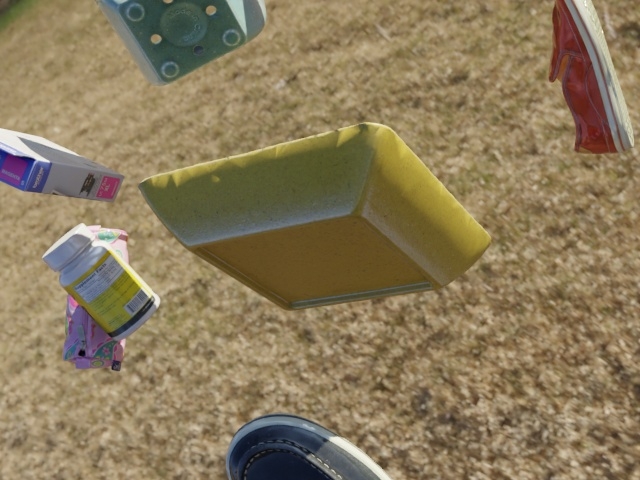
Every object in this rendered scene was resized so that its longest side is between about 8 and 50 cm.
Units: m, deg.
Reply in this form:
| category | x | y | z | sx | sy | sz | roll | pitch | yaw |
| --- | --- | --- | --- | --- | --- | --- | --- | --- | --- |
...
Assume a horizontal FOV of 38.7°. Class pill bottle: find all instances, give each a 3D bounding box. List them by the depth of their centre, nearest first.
| category | x | y | z | sx | sy | sz | roll | pitch | yaw |
| --- | --- | --- | --- | --- | --- | --- | --- | --- | --- |
| pill bottle | -0.409 | 0.076 | 1.698 | 0.119 | 0.208 | 0.119 | -36 | 16 | 12 |

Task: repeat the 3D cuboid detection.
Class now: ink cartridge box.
| category | x | y | z | sx | sy | sz | roll | pitch | yaw |
| --- | --- | --- | --- | --- | --- | --- | --- | --- | --- |
| ink cartridge box | -0.471 | -0.128 | 1.456 | 0.186 | 0.311 | 0.065 | 24 | 93 | 16 |

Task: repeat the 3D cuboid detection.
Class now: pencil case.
| category | x | y | z | sx | sy | sz | roll | pitch | yaw |
| --- | --- | --- | --- | --- | --- | --- | --- | --- | --- |
| pencil case | -0.445 | 0.116 | 1.812 | 0.124 | 0.124 | 0.284 | -9 | 75 | 44 |

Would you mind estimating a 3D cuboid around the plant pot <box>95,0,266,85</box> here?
| category | x | y | z | sx | sy | sz | roll | pitch | yaw |
| --- | --- | --- | --- | --- | --- | --- | --- | --- | --- |
| plant pot | -0.224 | -0.382 | 1.402 | 0.248 | 0.247 | 0.252 | -27 | 39 | 4 |

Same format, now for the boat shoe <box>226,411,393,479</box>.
| category | x | y | z | sx | sy | sz | roll | pitch | yaw |
| --- | --- | --- | --- | --- | --- | --- | --- | --- | --- |
| boat shoe | 0.052 | 0.423 | 1.054 | 0.187 | 0.156 | 0.500 | -32 | 87 | 14 |

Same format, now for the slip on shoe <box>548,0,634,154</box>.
| category | x | y | z | sx | sy | sz | roll | pitch | yaw |
| --- | --- | --- | --- | --- | --- | --- | --- | --- | --- |
| slip on shoe | 0.406 | -0.288 | 1.451 | 0.101 | 0.331 | 0.123 | -15 | 11 | 26 |

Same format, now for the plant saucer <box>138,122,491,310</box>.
| category | x | y | z | sx | sy | sz | roll | pitch | yaw |
| --- | --- | --- | --- | --- | --- | --- | --- | --- | --- |
| plant saucer | 0.000 | 0.000 | 1.114 | 0.333 | 0.333 | 0.081 | -11 | 62 | 28 |
